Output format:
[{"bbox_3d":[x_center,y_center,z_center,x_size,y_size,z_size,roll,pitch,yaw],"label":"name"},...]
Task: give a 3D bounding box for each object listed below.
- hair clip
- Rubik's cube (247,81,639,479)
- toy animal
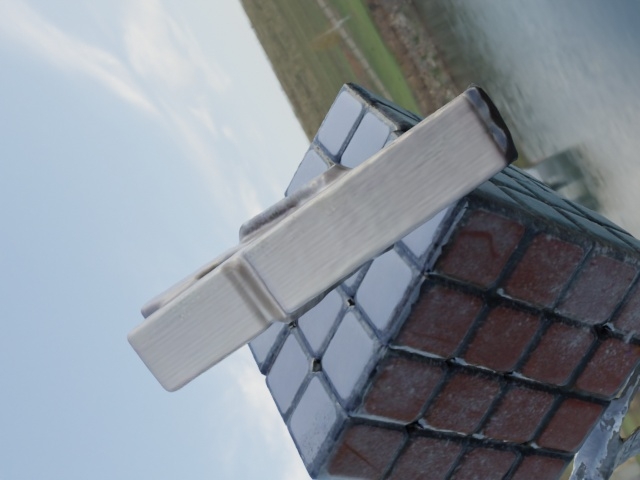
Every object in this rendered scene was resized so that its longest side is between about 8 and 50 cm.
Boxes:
[{"bbox_3d":[-0.003,-0.003,0.614,0.085,0.330,0.101,57,-174,-12],"label":"hair clip"},{"bbox_3d":[0.137,0.064,0.907,0.344,0.344,0.337,19,-161,-31],"label":"Rubik's cube"},{"bbox_3d":[0.425,0.280,1.102,0.224,0.302,0.284,22,173,29],"label":"toy animal"}]
